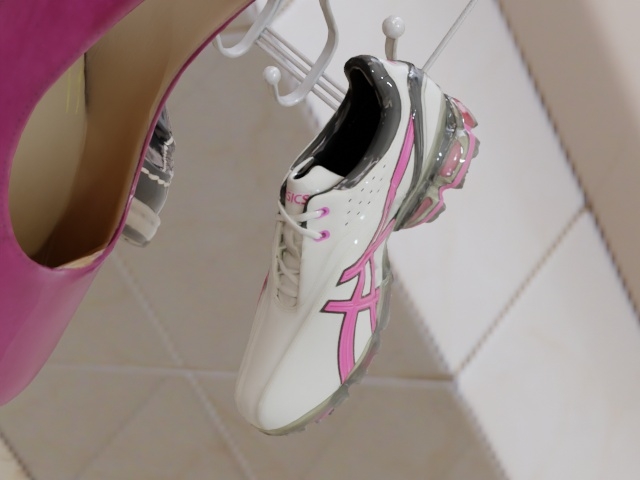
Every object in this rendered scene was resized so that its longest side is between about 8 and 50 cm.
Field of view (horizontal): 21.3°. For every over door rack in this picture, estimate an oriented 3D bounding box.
[{"bbox_3d":[0.054,-0.265,1.637,0.324,0.239,0.108,-47,141,1],"label":"over door rack"}]

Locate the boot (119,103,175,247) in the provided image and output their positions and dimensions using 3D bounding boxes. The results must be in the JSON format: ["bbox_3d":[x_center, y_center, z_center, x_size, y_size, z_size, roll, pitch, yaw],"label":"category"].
[{"bbox_3d":[-0.117,-0.161,1.153,0.138,0.377,0.284,32,95,-16],"label":"boot"}]

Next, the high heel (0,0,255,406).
[{"bbox_3d":[-0.056,-0.058,0.643,0.127,0.181,0.377,-38,150,-53],"label":"high heel"}]

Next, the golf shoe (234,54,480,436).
[{"bbox_3d":[0.000,0.000,0.798,0.086,0.067,0.186,31,82,-44],"label":"golf shoe"}]
